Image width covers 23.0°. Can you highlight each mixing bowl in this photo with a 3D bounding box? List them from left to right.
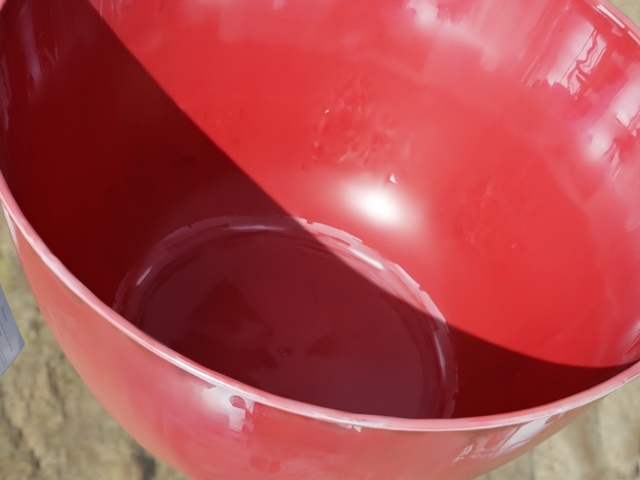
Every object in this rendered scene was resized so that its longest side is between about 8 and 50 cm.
[{"bbox_3d":[0.000,0.000,0.403,0.181,0.098,0.181,9,47,-10],"label":"mixing bowl"}]

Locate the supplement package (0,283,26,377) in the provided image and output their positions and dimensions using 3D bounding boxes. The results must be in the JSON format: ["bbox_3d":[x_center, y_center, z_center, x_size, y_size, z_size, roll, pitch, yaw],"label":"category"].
[{"bbox_3d":[-0.428,0.043,1.506,0.145,0.204,0.262,-55,157,-30],"label":"supplement package"}]
